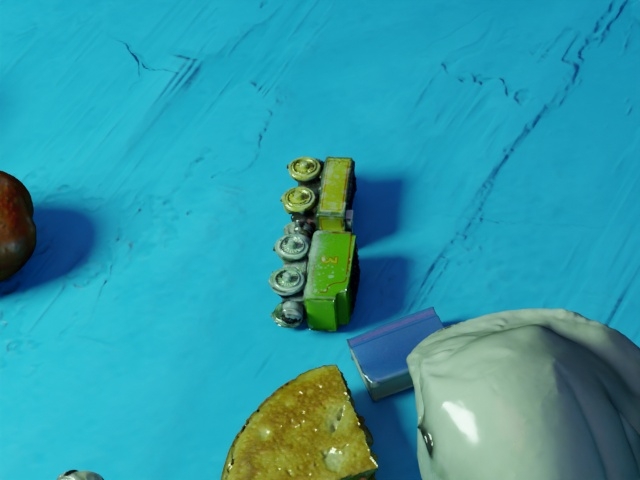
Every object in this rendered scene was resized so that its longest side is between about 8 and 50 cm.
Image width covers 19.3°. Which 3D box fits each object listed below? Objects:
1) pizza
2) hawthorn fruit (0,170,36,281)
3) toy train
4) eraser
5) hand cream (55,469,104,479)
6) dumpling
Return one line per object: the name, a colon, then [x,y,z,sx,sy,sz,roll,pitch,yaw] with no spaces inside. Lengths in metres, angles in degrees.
pizza: [-0.011,0.184,1.570,0.134,0.046,0.175,27,58,34]
hawthorn fruit: [-0.337,-0.013,1.790,0.138,0.133,0.132,6,46,-2]
toy train: [0.000,0.000,1.739,0.081,0.060,0.202,2,47,6]
eraser: [0.072,0.098,1.646,0.085,0.027,0.063,-20,47,-6]
hand cream: [-0.167,0.283,1.520,0.075,0.052,0.248,-37,51,9]
dumpling: [0.191,0.174,1.480,0.227,0.243,0.175,-15,2,-26]
